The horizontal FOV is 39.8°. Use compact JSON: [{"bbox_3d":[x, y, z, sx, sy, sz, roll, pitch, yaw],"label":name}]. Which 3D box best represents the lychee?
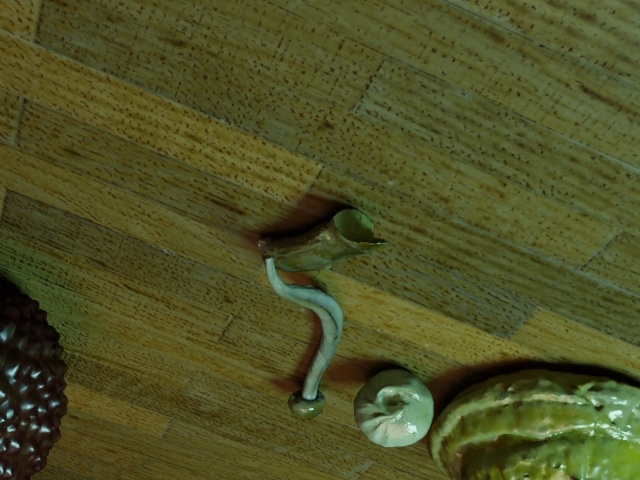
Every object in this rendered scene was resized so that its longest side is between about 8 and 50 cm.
[{"bbox_3d":[-0.389,0.164,0.896,0.264,0.264,0.300,34,116,-22],"label":"lychee"}]

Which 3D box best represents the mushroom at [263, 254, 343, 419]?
[{"bbox_3d":[-0.011,0.095,0.879,0.043,0.068,0.306,30,149,22],"label":"mushroom"}]

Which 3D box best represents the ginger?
[{"bbox_3d":[0.004,0.002,0.786,0.137,0.057,0.044,-19,85,42],"label":"ginger"}]

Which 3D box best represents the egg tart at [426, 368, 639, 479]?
[{"bbox_3d":[0.256,0.252,0.947,0.290,0.115,0.290,8,140,7],"label":"egg tart"}]

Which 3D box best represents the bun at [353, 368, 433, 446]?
[{"bbox_3d":[0.074,0.171,0.924,0.086,0.086,0.055,-2,142,16],"label":"bun"}]
